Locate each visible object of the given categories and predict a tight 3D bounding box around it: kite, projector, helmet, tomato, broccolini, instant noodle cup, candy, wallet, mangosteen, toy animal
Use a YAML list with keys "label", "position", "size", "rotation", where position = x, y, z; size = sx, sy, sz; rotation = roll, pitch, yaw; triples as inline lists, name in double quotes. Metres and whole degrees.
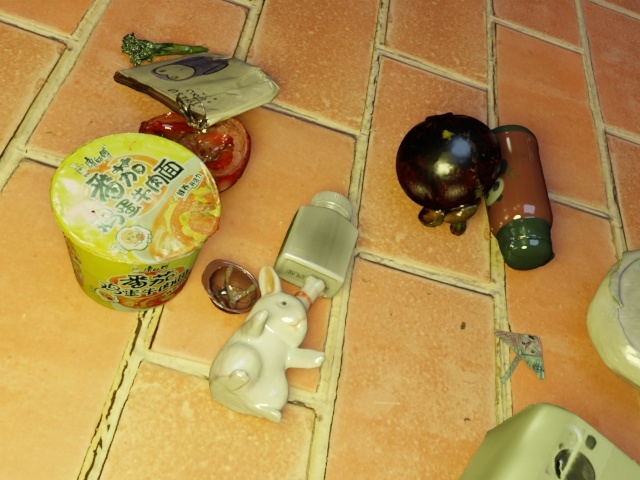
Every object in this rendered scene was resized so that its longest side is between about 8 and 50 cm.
- label: "kite"
  position: [0.390, 0.228, 1.280]
  size: [0.152, 0.005, 0.137]
  rotation: [-30, 68, -34]
- label: "projector"
  position: [0.327, 0.431, 0.960]
  size: [0.248, 0.248, 0.249]
  rotation: [41, 53, 10]
- label: "helmet"
  position: [-0.163, 0.091, 1.141]
  size: [0.111, 0.057, 0.089]
  rotation: [38, 55, -1]
- label: "tomato"
  position: [-0.248, -0.158, 1.264]
  size: [0.227, 0.101, 0.228]
  rotation: [8, 47, -9]
- label: "broccolini"
  position: [-0.346, -0.420, 1.453]
  size: [0.201, 0.058, 0.074]
  rotation: [-5, 72, -41]
- label: "instant noodle cup"
  position: [-0.309, -0.018, 1.073]
  size: [0.264, 0.200, 0.264]
  rotation: [10, 53, -13]
- label: "candy"
  position: [0.739, 0.184, 1.324]
  size: [0.426, 0.186, 0.386]
  rotation: [-7, 51, -22]
- label: "wallet"
  position: [-0.246, -0.324, 1.338]
  size: [0.274, 0.068, 0.335]
  rotation: [-25, 42, -39]
- label: "mangosteen"
  position: [0.277, -0.138, 1.383]
  size: [0.228, 0.228, 0.266]
  rotation: [-20, 103, -30]
- label: "toy animal"
  position: [-0.071, 0.149, 1.061]
  size: [0.140, 0.138, 0.282]
  rotation: [46, 63, -26]

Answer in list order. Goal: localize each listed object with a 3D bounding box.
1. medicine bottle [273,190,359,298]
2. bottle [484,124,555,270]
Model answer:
- label: "medicine bottle"
  position: [0.000, 0.000, 1.245]
  size: [0.132, 0.088, 0.188]
  rotation: [24, 51, -5]
- label: "bottle"
  position: [0.438, -0.092, 1.435]
  size: [0.144, 0.144, 0.336]
  rotation: [9, 54, -14]
